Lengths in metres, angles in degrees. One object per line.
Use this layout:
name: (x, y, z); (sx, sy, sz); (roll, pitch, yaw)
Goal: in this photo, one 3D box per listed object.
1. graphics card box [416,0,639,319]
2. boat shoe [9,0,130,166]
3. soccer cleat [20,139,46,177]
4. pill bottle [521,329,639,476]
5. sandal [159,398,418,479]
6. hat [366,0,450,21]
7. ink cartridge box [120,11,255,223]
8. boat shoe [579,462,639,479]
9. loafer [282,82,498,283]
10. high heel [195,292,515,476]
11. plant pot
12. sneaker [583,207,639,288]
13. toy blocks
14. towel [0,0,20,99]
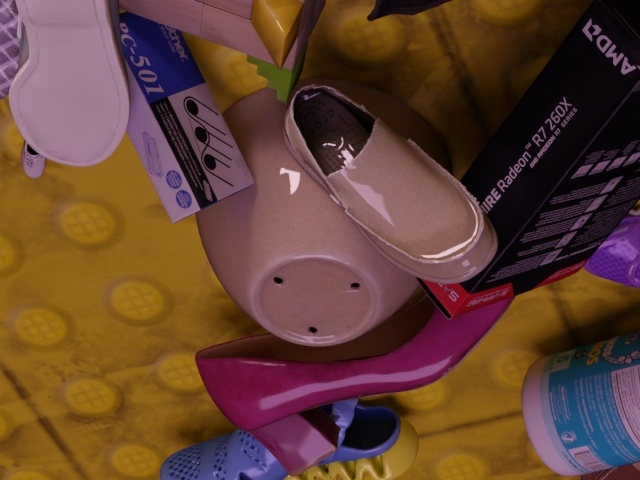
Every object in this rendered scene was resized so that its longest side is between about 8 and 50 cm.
graphics card box: (0.263, -0.091, 1.723); (0.233, 0.094, 0.371); (-16, 151, -44)
boat shoe: (-0.228, -0.194, 1.628); (0.116, 0.099, 0.319); (8, 143, 2)
soccer cleat: (-0.308, -0.095, 1.872); (0.029, 0.035, 0.083); (11, 131, -7)
pill bottle: (0.371, 0.173, 1.971); (0.264, 0.146, 0.146); (-19, 129, 34)
sandal: (-0.049, 0.239, 2.112); (0.317, 0.126, 0.138); (-17, 126, 7)
hat: (0.139, -0.336, 1.536); (0.331, 0.331, 0.134); (-40, 82, 32)
ink cartridge box: (-0.150, -0.129, 1.724); (0.046, 0.097, 0.207); (-25, 93, 37)
boat shoe: (0.426, 0.246, 2.083); (0.123, 0.116, 0.324); (26, 128, -19)
loafer: (0.054, -0.058, 1.674); (0.102, 0.268, 0.092); (-50, 156, -4)
high heel: (0.045, 0.097, 1.955); (0.377, 0.127, 0.181); (-39, 103, 7)
plant pot: (0.000, 0.000, 1.838); (0.284, 0.191, 0.284); (1, 132, 1)
sneaker: (0.400, 0.038, 1.906); (0.236, 0.104, 0.095); (11, 133, -5)
toy blocks: (-0.113, -0.323, 1.577); (0.261, 0.190, 0.381); (20, 143, 5)
towel: (-0.413, -0.217, 1.712); (0.284, 0.121, 0.235); (-23, 128, 22)
